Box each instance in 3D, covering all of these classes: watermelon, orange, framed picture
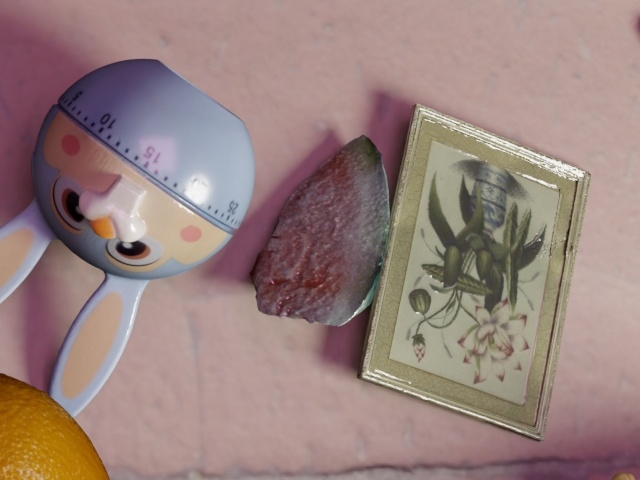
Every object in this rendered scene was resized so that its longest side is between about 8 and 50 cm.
[{"bbox_3d":[0.010,0.001,1.444,0.094,0.081,0.180,24,53,6],"label":"watermelon"},{"bbox_3d":[-0.227,0.185,1.247,0.206,0.206,0.206,5,75,-17],"label":"orange"},{"bbox_3d":[0.124,0.025,1.492,0.173,0.010,0.231,19,70,-22],"label":"framed picture"}]

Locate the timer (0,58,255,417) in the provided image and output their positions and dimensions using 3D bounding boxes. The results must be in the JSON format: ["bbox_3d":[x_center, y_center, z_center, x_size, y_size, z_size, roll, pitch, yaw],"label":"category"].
[{"bbox_3d":[-0.152,-0.013,1.342,0.175,0.175,0.255,37,69,-6],"label":"timer"}]

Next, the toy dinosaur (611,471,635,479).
[{"bbox_3d":[0.188,0.285,1.418,0.177,0.152,0.194,21,53,29],"label":"toy dinosaur"}]
